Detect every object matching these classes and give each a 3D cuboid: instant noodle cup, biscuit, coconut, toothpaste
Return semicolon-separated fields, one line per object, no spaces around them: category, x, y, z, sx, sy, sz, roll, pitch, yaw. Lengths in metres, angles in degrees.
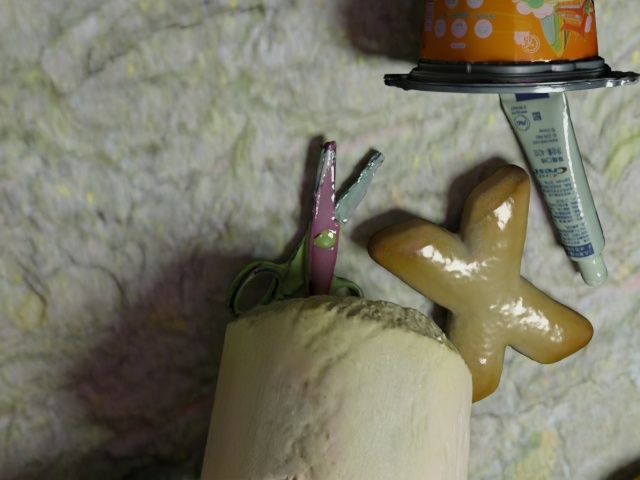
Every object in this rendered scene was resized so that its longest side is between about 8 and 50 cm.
instant noodle cup;0.154;-0.189;1.313;0.208;0.177;0.125;-1;99;0
biscuit;0.149;0.048;1.470;0.164;0.047;0.208;-26;118;0
coconut;0.014;0.184;1.368;0.239;0.239;0.244;10;71;-17
toothpaste;0.220;-0.049;1.448;0.062;0.037;0.216;-7;122;31

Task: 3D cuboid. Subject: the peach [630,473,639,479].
peach;0.356;0.301;1.600;0.179;0.103;0.179;-4;115;-8

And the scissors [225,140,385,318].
scissors;0.000;0.000;1.430;0.134;0.020;0.187;12;110;-24
